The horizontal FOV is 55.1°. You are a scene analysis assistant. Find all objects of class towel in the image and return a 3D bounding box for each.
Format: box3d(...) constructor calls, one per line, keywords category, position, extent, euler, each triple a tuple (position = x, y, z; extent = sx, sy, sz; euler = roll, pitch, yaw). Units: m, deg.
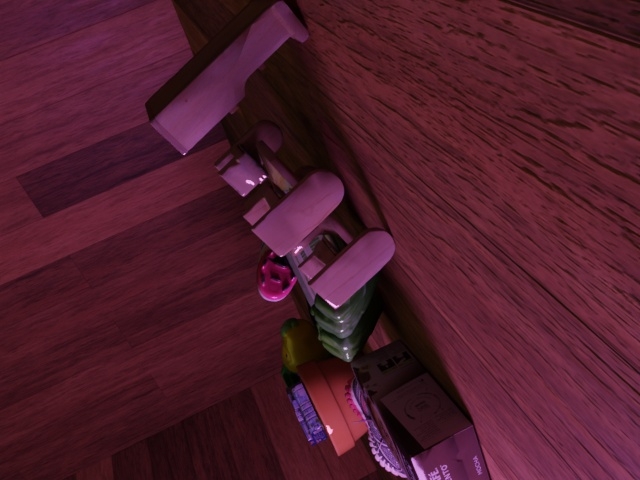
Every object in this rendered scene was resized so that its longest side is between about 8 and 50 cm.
box3d(category="towel", position=(-0.012, 0.037, 1.479), extent=(0.248, 0.038, 0.325), euler=(62, 158, 14))

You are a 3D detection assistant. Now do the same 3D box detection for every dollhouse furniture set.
box3d(category="dollhouse furniture set", position=(-0.053, -0.159, 1.023), extent=(0.394, 0.256, 0.362), euler=(45, -177, -28))

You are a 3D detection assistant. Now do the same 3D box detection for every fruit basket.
box3d(category="fruit basket", position=(-0.035, 0.442, 2.142), extent=(0.392, 0.283, 0.392), euler=(35, -172, -6))

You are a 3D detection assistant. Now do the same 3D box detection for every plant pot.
box3d(category="plant pot", position=(0.078, 0.472, 1.857), extent=(0.291, 0.203, 0.291), euler=(156, 90, -82))

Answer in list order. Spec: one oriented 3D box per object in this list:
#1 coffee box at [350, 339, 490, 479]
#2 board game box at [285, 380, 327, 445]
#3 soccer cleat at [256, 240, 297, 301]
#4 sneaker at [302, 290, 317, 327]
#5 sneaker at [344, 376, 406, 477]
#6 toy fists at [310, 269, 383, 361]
box3d(category="coffee box", position=(0.175, 0.336, 1.122), extent=(0.297, 0.118, 0.168), euler=(-133, 20, -65))
box3d(category="board game box", position=(-0.052, 0.521, 1.904), extent=(0.194, 0.060, 0.194), euler=(60, 171, 27))
box3d(category="soccer cleat", position=(-0.116, 0.037, 1.726), extent=(0.143, 0.116, 0.331), euler=(122, 159, -56))
box3d(category="sneaker", position=(-0.012, 0.204, 2.062), extent=(0.118, 0.083, 0.222), euler=(80, 164, -60))
box3d(category="sneaker", position=(0.176, 0.484, 1.612), extent=(0.299, 0.120, 0.112), euler=(56, 140, 8))
box3d(category="toy fists", position=(0.048, 0.131, 1.159), extent=(0.096, 0.142, 0.279), euler=(21, 153, 18))
